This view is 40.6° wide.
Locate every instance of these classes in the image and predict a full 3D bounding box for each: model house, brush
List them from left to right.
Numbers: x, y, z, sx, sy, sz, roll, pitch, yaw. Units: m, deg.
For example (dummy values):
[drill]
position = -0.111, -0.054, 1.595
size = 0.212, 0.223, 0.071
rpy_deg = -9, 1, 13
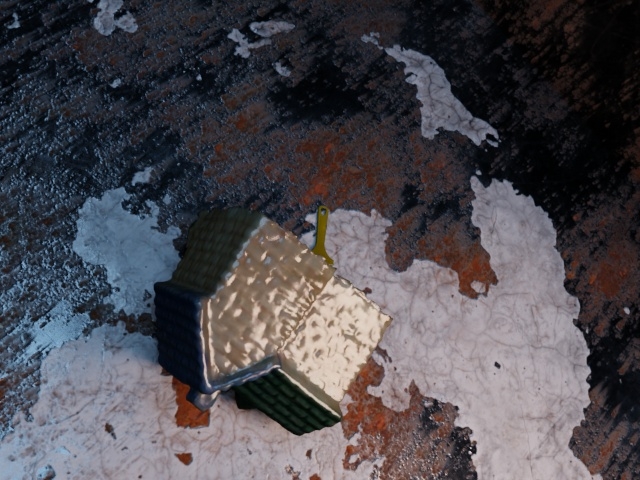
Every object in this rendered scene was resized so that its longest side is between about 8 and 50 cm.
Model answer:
[model house]
position = -0.148, 0.204, 1.888
size = 0.445, 0.395, 0.400
rpy_deg = 38, 73, -25
[brush]
position = 0.000, 0.000, 2.211
size = 0.083, 0.011, 0.205
rpy_deg = 15, 63, -17

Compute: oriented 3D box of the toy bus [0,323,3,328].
[toy bus]
position = -0.776, 0.215, 1.616
size = 0.312, 0.152, 0.190
rpy_deg = 18, 73, -44
